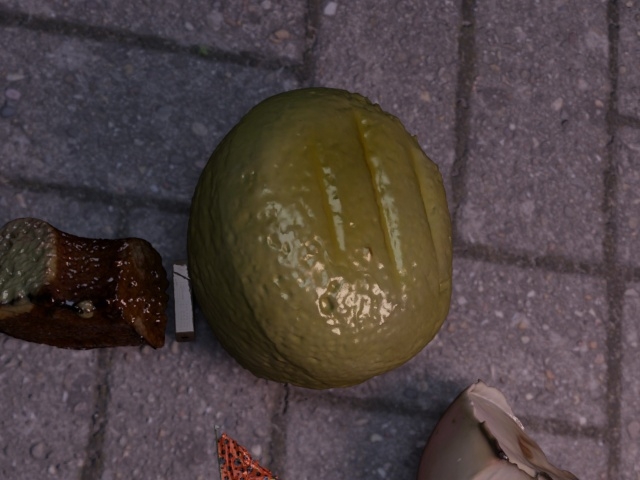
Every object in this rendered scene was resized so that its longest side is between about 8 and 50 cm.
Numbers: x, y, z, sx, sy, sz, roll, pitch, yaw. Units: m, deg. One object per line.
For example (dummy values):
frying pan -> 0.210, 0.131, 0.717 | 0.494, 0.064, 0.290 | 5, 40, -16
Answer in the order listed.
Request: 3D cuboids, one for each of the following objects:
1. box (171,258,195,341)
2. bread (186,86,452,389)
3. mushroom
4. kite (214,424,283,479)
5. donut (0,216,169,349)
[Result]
box -> -0.152, 0.067, 1.548 | 0.024, 0.053, 0.083 | -1, 75, -4
bread -> 0.004, -0.004, 1.503 | 0.320, 0.237, 0.321 | 7, 70, -19
mushroom -> 0.173, 0.272, 1.540 | 0.236, 0.173, 0.162 | 33, 19, -40
kite -> -0.059, 0.315, 1.523 | 0.222, 0.008, 0.125 | 35, 71, -1
donut -> -0.271, 0.052, 1.500 | 0.186, 0.144, 0.126 | -1, 64, 18
